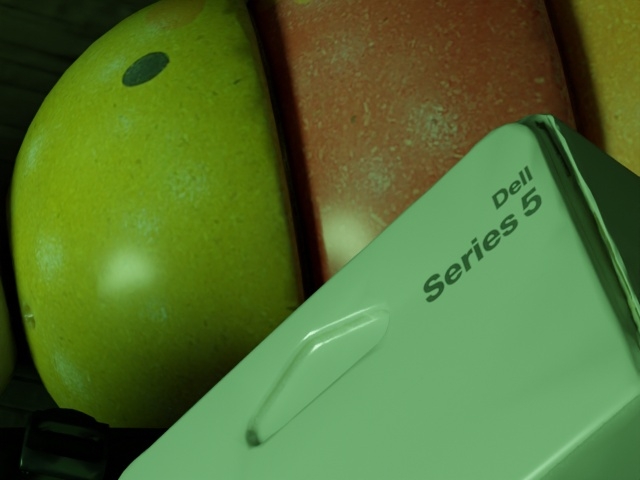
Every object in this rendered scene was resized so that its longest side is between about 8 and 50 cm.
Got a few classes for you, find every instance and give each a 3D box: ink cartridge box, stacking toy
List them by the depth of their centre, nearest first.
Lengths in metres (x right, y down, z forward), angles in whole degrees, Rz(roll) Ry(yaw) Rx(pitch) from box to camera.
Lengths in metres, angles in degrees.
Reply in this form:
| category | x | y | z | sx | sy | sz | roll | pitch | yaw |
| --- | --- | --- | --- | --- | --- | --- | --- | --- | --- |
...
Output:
| category | x | y | z | sx | sy | sz | roll | pitch | yaw |
| --- | --- | --- | --- | --- | --- | --- | --- | --- | --- |
| ink cartridge box | 0.099 | 0.115 | 0.608 | 0.273 | 0.115 | 0.198 | 31 | 117 | -33 |
| stacking toy | 0.000 | 0.000 | 0.786 | 0.479 | 0.350 | 0.351 | -10 | 92 | -8 |

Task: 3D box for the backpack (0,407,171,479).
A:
| category | x | y | z | sx | sy | sz | roll | pitch | yaw |
| --- | --- | --- | --- | --- | --- | --- | --- | --- | --- |
| backpack | -0.145 | 0.259 | 0.627 | 0.290 | 0.273 | 0.356 | 0 | 56 | -28 |
